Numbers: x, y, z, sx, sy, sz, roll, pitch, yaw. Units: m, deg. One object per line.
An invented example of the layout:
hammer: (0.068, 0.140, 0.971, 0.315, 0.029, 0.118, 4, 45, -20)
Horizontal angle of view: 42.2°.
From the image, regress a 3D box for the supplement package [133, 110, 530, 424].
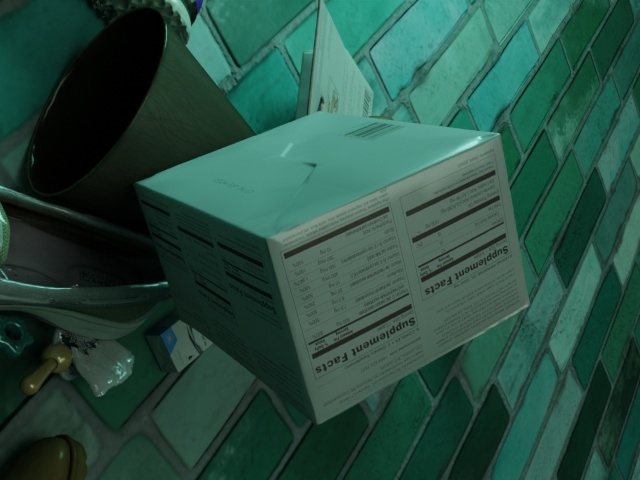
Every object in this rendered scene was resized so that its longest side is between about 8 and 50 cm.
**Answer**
supplement package: (0.000, 0.000, 0.682, 0.204, 0.261, 0.145, -24, 113, -24)

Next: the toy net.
toy net: (-0.273, 0.091, 0.744, 0.232, 0.045, 0.122, 17, 44, -50)

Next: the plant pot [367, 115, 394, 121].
plant pot: (0.112, -0.042, 1.085, 0.237, 0.109, 0.238, 4, 90, -77)

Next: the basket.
basket: (-0.144, -0.079, 0.833, 0.227, 0.154, 0.205, 39, 69, -45)

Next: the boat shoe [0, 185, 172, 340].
boat shoe: (-0.251, 0.006, 0.700, 0.320, 0.103, 0.118, 28, 40, -47)

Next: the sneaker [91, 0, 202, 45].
sneaker: (-0.214, -0.337, 0.824, 0.293, 0.102, 0.146, 52, 45, -38)

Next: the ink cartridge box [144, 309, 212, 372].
ink cartridge box: (-0.144, 0.100, 0.899, 0.083, 0.028, 0.048, -40, 116, -45)

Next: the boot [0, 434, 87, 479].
boot: (-0.328, 0.205, 0.626, 0.269, 0.089, 0.236, 43, 46, -32)

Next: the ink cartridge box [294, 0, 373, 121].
ink cartridge box: (-0.005, -0.092, 0.987, 0.261, 0.066, 0.297, 42, 52, -67)
